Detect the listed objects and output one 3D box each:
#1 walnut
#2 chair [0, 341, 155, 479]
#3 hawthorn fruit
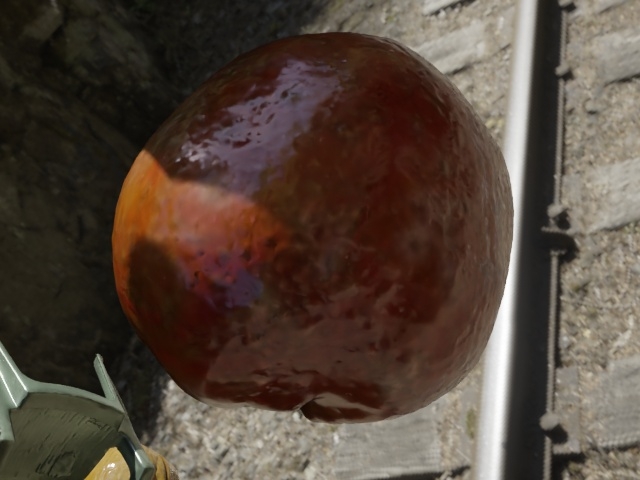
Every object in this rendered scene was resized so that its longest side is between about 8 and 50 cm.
[{"bbox_3d":[-0.307,0.413,1.338,0.165,0.165,0.197,-12,39,39],"label":"walnut"},{"bbox_3d":[-0.330,0.259,1.021,0.190,0.203,0.275,-59,40,6],"label":"chair"},{"bbox_3d":[0.000,0.000,0.599,0.284,0.284,0.284,-28,38,24],"label":"hawthorn fruit"}]
